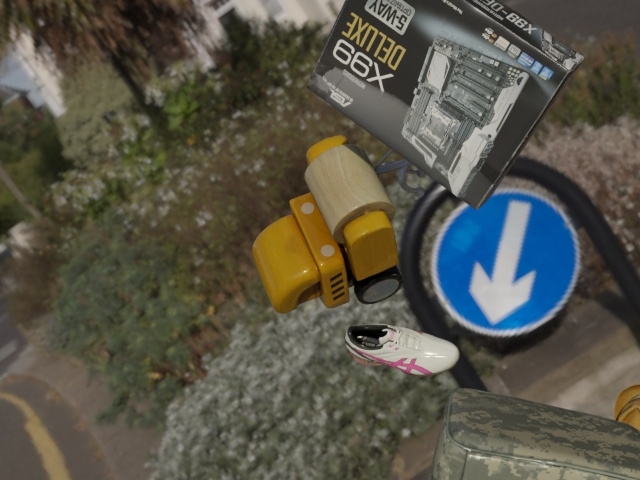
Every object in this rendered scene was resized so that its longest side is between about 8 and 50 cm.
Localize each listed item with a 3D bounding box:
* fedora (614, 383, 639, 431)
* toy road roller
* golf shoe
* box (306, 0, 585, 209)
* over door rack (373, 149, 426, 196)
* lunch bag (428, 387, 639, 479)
[{"bbox_3d":[0.799,0.457,2.397,0.079,0.194,0.194,-13,-6,-43],"label":"fedora"},{"bbox_3d":[0.000,0.000,1.693,0.240,0.203,0.330,-22,-30,-7],"label":"toy road roller"},{"bbox_3d":[0.128,0.173,1.537,0.186,0.086,0.068,4,65,16],"label":"golf shoe"},{"bbox_3d":[0.158,-0.227,1.299,0.076,0.307,0.242,-39,-17,-51],"label":"box"},{"bbox_3d":[0.237,-0.202,1.708,0.239,0.108,0.324,-14,40,58],"label":"over door rack"},{"bbox_3d":[0.283,0.371,1.327,0.305,0.256,0.212,10,14,5],"label":"lunch bag"}]
